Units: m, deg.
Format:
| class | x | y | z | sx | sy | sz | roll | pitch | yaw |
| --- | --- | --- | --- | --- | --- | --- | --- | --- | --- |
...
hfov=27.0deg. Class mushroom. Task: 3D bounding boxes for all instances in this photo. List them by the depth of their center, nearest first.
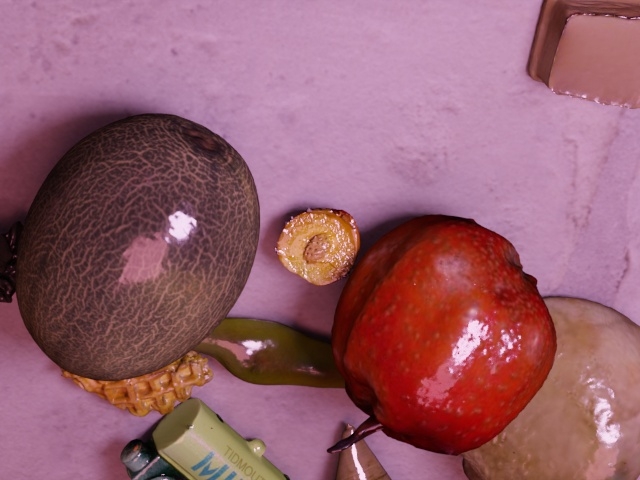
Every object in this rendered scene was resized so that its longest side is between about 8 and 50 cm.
| class | x | y | z | sx | sy | sz | roll | pitch | yaw |
| --- | --- | --- | --- | --- | --- | --- | --- | --- | --- |
| mushroom | 0.262 | 0.219 | 1.619 | 0.217 | 0.212 | 0.292 | 30 | 121 | -31 |

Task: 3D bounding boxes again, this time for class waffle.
| class | x | y | z | sx | sy | sz | roll | pitch | yaw |
| --- | --- | --- | --- | --- | --- | --- | --- | --- | --- |
| waffle | -0.225 | 0.137 | 1.591 | 0.194 | 0.051 | 0.149 | 37 | 113 | -24 |

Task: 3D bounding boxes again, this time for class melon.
| class | x | y | z | sx | sy | sz | roll | pitch | yaw |
| --- | --- | --- | --- | --- | --- | --- | --- | --- | --- |
| melon | -0.197 | 0.012 | 1.407 | 0.237 | 0.237 | 0.301 | 25 | 114 | -20 |

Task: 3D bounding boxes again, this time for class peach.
| class | x | y | z | sx | sy | sz | roll | pitch | yaw |
| --- | --- | --- | --- | --- | --- | --- | --- | --- | --- |
| peach | -0.001 | 0.001 | 1.527 | 0.098 | 0.061 | 0.098 | 0 | 100 | 0 |

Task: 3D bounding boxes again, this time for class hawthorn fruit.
| class | x | y | z | sx | sy | sz | roll | pitch | yaw |
| --- | --- | --- | --- | --- | --- | --- | --- | --- | --- |
| hawthorn fruit | 0.110 | 0.124 | 1.481 | 0.300 | 0.254 | 0.254 | -40 | 120 | -10 |

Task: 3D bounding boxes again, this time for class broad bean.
| class | x | y | z | sx | sy | sz | roll | pitch | yaw |
| --- | --- | --- | --- | --- | --- | --- | --- | --- | --- |
| broad bean | -0.015 | 0.142 | 1.614 | 0.325 | 0.067 | 0.075 | 8 | 135 | -15 |

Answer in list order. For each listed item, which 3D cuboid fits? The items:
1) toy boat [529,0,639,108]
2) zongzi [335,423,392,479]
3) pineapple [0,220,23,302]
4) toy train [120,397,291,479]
| class | x | y | z | sx | sy | sz | roll | pitch | yaw |
| --- | --- | --- | --- | --- | --- | --- | --- | --- | --- |
| toy boat | 0.328 | -0.203 | 1.437 | 0.188 | 0.061 | 0.116 | 5 | 120 | -10 |
| zongzi | 0.008 | 0.411 | 1.758 | 0.274 | 0.145 | 0.300 | -28 | 102 | 18 |
| pineapple | -0.398 | -0.019 | 1.449 | 0.119 | 0.111 | 0.237 | -2 | 138 | 33 |
| toy train | -0.130 | 0.309 | 1.688 | 0.157 | 0.105 | 0.253 | -42 | 117 | 2 |
